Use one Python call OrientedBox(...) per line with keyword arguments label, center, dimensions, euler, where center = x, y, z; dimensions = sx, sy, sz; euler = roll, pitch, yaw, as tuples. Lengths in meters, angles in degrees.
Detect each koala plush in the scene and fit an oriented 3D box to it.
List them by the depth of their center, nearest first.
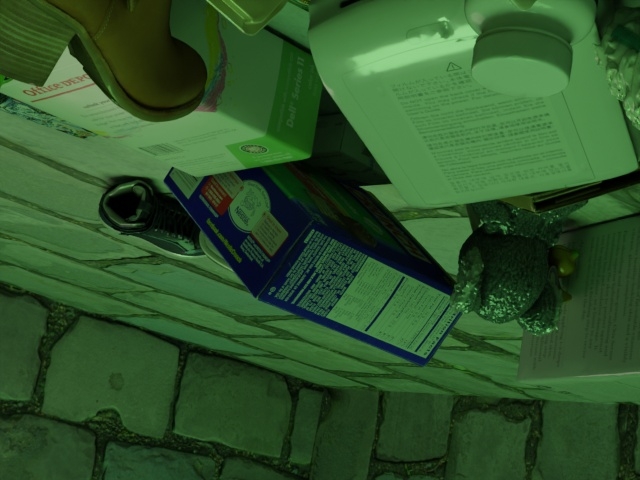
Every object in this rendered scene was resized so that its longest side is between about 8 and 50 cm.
OrientedBox(label="koala plush", center=(0.226, -0.002, 1.442), dimensions=(0.196, 0.221, 0.203), euler=(21, 162, -35))

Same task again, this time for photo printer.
OrientedBox(label="photo printer", center=(0.142, -0.148, 1.059), dimensions=(0.256, 0.107, 0.307), euler=(-10, 152, 20))

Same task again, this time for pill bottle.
OrientedBox(label="pill bottle", center=(0.154, -0.193, 0.854), dimensions=(0.094, 0.169, 0.094), euler=(10, 166, 3))

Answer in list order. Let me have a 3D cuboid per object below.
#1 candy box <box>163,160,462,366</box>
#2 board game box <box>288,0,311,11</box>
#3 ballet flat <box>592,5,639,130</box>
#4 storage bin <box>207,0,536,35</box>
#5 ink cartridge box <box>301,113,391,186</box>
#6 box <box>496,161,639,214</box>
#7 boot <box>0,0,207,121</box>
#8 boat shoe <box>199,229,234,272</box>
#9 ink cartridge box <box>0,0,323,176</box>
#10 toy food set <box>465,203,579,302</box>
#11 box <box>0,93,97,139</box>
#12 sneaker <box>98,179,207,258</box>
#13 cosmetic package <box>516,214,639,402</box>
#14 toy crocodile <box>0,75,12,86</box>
OrientedBox(label="candy box", center=(0.000, 0.000, 1.476), dimensions=(0.317, 0.122, 0.268), euler=(26, -164, -45))
OrientedBox(label="board game box", center=(0.013, -0.240, 1.068), dimensions=(0.259, 0.030, 0.136), euler=(20, 161, -34))
OrientedBox(label="ballet flat", center=(0.364, -0.080, 1.005), dimensions=(0.147, 0.147, 0.409), euler=(-3, 152, 43))
OrientedBox(label="storage bin", center=(-0.015, -0.241, 0.720), dimensions=(0.260, 0.123, 0.262), euler=(38, 160, -36))
OrientedBox(label="ink cartridge box", center=(0.035, -0.112, 1.497), dimensions=(0.088, 0.052, 0.122), euler=(-2, 160, 44))
OrientedBox(label="box", center=(0.253, -0.074, 1.264), dimensions=(0.164, 0.021, 0.201), euler=(-17, -165, -14))
OrientedBox(label="boot", center=(-0.145, -0.223, 0.979), dimensions=(0.109, 0.220, 0.283), euler=(46, -160, 31))
OrientedBox(label="boat shoe", center=(-0.050, 0.030, 1.987), dimensions=(0.319, 0.116, 0.099), euler=(8, 163, -12))
OrientedBox(label="ink cartridge box", center=(-0.192, -0.186, 1.236), dimensions=(0.353, 0.119, 0.207), euler=(23, 161, -41))
OrientedBox(label="toy food set", center=(0.292, 0.003, 1.633), dimensions=(0.071, 0.128, 0.218), euler=(-33, 131, 28))
OrientedBox(label="box", center=(-0.353, -0.174, 1.586), dimensions=(0.137, 0.027, 0.094), euler=(19, 165, -31))
OrientedBox(label="sneaker", center=(-0.254, -0.032, 1.946), dimensions=(0.226, 0.086, 0.163), euler=(14, 168, -8))
OrientedBox(label="cosmetic package", center=(0.472, 0.091, 1.615), dimensions=(0.161, 0.230, 0.453), euler=(16, 166, -23))
OrientedBox(label="toy crocodile", center=(-0.285, -0.224, 0.975), dimensions=(0.105, 0.115, 0.340), euler=(-13, 143, -25))
